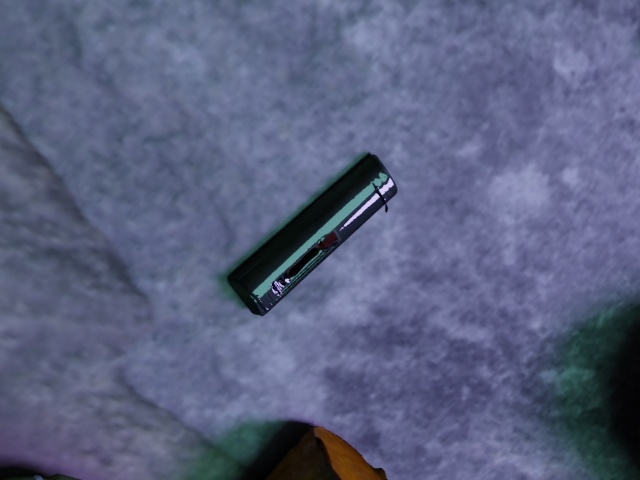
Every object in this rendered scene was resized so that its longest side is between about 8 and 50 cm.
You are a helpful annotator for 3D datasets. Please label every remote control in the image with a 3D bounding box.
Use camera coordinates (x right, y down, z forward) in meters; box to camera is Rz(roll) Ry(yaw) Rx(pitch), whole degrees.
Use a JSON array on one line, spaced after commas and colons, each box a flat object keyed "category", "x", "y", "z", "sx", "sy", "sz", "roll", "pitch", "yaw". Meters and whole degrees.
[{"category": "remote control", "x": 0.000, "y": 0.000, "z": 0.703, "sx": 0.091, "sy": 0.016, "sz": 0.034, "roll": -42, "pitch": 136, "yaw": -8}]

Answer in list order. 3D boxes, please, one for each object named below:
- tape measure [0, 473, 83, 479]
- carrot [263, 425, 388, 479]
[{"category": "tape measure", "x": -0.097, "y": 0.159, "z": 0.637, "sx": 0.177, "sy": 0.154, "sz": 0.087, "roll": 32, "pitch": 96, "yaw": -20}, {"category": "carrot", "x": -0.045, "y": 0.191, "z": 0.780, "sx": 0.205, "sy": 0.072, "sz": 0.072, "roll": -48, "pitch": 141, "yaw": 3}]
